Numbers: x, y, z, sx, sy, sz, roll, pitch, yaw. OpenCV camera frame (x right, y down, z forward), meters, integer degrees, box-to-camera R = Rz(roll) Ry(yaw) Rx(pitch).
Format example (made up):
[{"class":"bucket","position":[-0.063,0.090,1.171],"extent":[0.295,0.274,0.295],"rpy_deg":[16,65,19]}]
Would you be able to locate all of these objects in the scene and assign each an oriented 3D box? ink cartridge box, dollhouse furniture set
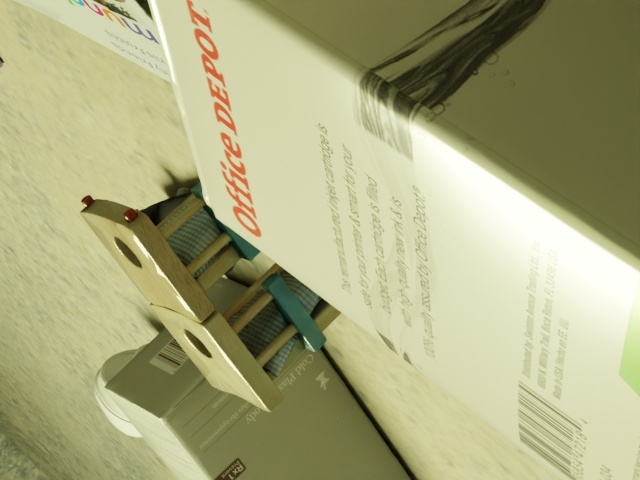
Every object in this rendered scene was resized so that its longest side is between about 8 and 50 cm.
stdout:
[{"class":"ink cartridge box","position":[0.080,-0.020,0.578],"extent":[0.273,0.115,0.198],"rpy_deg":[37,159,23]},{"class":"dollhouse furniture set","position":[0.000,0.000,0.765],"extent":[0.129,0.129,0.184],"rpy_deg":[55,160,-26]}]

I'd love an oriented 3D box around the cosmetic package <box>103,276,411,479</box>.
[{"class":"cosmetic package","position":[-0.033,0.156,1.171],"extent":[0.238,0.127,0.107],"rpy_deg":[53,161,-27]}]

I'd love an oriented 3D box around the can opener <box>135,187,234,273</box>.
[{"class":"can opener","position":[-0.079,-0.009,1.053],"extent":[0.186,0.073,0.059],"rpy_deg":[160,105,-66]}]

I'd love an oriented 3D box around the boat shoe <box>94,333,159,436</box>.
[{"class":"boat shoe","position":[-0.114,0.114,1.331],"extent":[0.258,0.095,0.084],"rpy_deg":[5,133,48]}]

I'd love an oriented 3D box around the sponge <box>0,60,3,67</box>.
[{"class":"sponge","position":[-0.328,-0.198,1.198],"extent":[0.210,0.031,0.117],"rpy_deg":[52,160,-20]}]

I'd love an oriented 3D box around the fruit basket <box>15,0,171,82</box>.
[{"class":"fruit basket","position":[-0.247,-0.204,0.808],"extent":[0.327,0.165,0.353],"rpy_deg":[29,163,27]}]
